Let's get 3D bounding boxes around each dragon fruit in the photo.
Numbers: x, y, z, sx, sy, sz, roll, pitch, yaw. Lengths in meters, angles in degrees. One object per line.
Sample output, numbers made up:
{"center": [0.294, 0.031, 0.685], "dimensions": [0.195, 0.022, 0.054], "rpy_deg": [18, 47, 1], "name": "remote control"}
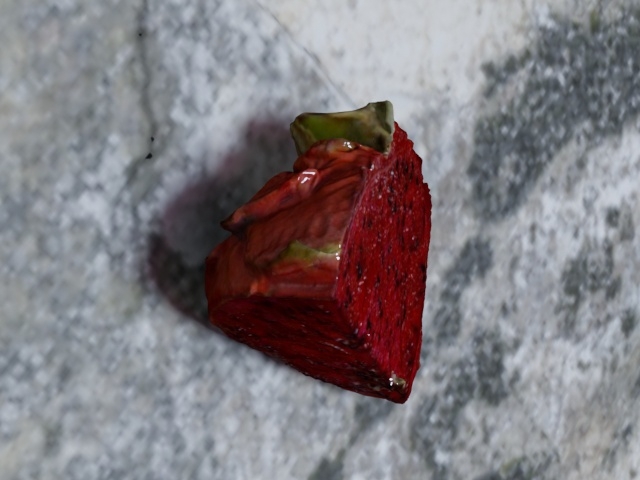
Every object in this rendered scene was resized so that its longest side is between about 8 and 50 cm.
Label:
{"center": [0.000, 0.000, 0.559], "dimensions": [0.162, 0.083, 0.106], "rpy_deg": [48, 52, -62], "name": "dragon fruit"}
